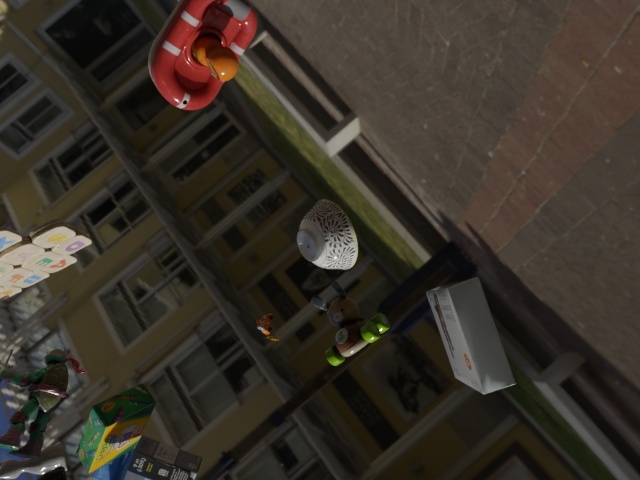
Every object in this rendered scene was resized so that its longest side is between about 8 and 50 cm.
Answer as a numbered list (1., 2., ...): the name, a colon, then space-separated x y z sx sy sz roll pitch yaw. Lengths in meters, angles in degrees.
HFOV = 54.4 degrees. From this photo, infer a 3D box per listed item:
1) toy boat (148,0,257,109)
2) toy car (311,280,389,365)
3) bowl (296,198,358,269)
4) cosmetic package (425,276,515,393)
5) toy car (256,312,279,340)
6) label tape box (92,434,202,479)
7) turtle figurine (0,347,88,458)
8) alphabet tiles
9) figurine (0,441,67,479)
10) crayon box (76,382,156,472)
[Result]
1. toy boat: -0.198 -0.333 1.112 0.151 0.231 0.151 19 -156 -47
2. toy car: 0.059 0.205 1.654 0.188 0.155 0.149 55 -154 6
3. bowl: 0.000 0.000 1.395 0.170 0.080 0.170 35 137 41
4. cosmetic package: 0.407 0.258 1.744 0.377 0.098 0.284 78 172 -83
5. toy car: -0.139 0.223 1.625 0.041 0.060 0.122 11 179 -19
6. label tape box: -0.605 0.805 2.125 0.334 0.240 0.106 22 -166 -4
7. turtle figurine: -0.554 0.295 1.217 0.175 0.118 0.234 50 -141 -47
8. alphabet tiles: -0.531 0.051 1.032 0.021 0.284 0.278 60 175 10
9. figurine: -0.901 0.732 1.934 0.215 0.210 0.092 -141 47 -61
10. crayon box: -0.610 0.559 1.852 0.165 0.278 0.081 -20 -121 -45
